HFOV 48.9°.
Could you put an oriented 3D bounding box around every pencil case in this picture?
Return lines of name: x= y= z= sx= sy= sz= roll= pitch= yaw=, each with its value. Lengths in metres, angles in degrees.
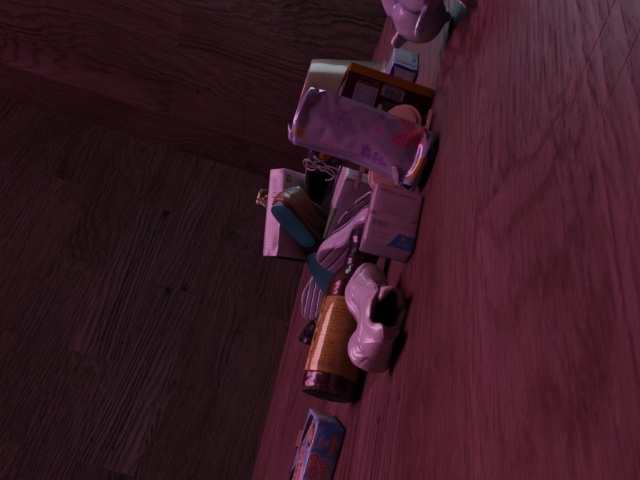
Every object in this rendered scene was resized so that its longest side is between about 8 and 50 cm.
pencil case: x=0.078 y=-0.191 z=1.331 sx=0.113 sy=0.273 sz=0.124 roll=92 pitch=-159 yaw=-81

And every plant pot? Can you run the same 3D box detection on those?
plant pot: x=0.079 y=-0.440 z=2.216 sx=0.323 sy=0.280 sz=0.323 roll=-162 pitch=90 yaw=-85

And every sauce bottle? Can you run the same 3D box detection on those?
sauce bottle: x=0.055 y=0.141 z=1.384 sx=0.111 sy=0.111 sz=0.344 roll=118 pitch=169 yaw=-70

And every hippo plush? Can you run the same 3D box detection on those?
hippo plush: x=0.233 y=-0.531 z=1.472 sx=0.294 sy=0.234 sz=0.236 roll=62 pitch=-179 yaw=18

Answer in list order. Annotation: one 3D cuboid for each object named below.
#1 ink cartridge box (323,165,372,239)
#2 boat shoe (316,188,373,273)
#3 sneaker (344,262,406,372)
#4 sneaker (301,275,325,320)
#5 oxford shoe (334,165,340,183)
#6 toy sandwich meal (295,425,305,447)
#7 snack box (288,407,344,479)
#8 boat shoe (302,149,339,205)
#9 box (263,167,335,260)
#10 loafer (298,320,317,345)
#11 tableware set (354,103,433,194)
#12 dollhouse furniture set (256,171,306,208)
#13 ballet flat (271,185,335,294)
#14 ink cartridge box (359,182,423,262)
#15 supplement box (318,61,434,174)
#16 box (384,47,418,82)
ink cartridge box: x=0.106 y=-0.151 z=1.774 sx=0.289 sy=0.121 sz=0.211 roll=-78 pitch=6 yaw=-47
boat shoe: x=0.094 y=-0.016 z=1.608 sx=0.335 sy=0.121 sz=0.119 roll=-43 pitch=21 yaw=60
sneaker: x=0.103 y=0.105 z=1.173 sx=0.232 sy=0.090 sz=0.115 roll=-93 pitch=25 yaw=-52
sneaker: x=0.011 y=0.136 z=2.242 sx=0.091 sy=0.094 sz=0.258 roll=56 pitch=-127 yaw=-72
oxford shoe: x=0.045 y=-0.124 z=2.540 sx=0.130 sy=0.169 sz=0.449 roll=36 pitch=106 yaw=42
toy sandwich meal: x=-0.039 y=0.490 z=1.748 sx=0.085 sy=0.029 sz=0.085 roll=-163 pitch=90 yaw=-86
snack box: x=-0.033 y=0.509 z=1.401 sx=0.187 sy=0.060 sz=0.322 roll=138 pitch=148 yaw=-81
boat shoe: x=0.003 y=-0.190 z=1.773 sx=0.254 sy=0.095 sz=0.079 roll=107 pitch=179 yaw=-50
box: x=-0.025 y=-0.054 z=1.933 sx=0.322 sy=0.058 sz=0.232 roll=11 pitch=-97 yaw=-51
loafer: x=-0.035 y=0.298 z=2.266 sx=0.170 sy=0.062 sz=0.061 roll=-127 pitch=59 yaw=-83
tableware set: x=0.157 y=-0.180 z=1.431 sx=0.039 sy=0.128 sz=0.194 roll=29 pitch=-105 yaw=-61
dollhouse furniture set: x=-0.022 y=-0.123 z=2.095 sx=0.301 sy=0.197 sz=0.151 roll=-2 pitch=-54 yaw=-60
ballet flat: x=0.000 y=0.000 z=1.816 sx=0.116 sy=0.342 sz=0.124 roll=-12 pitch=30 yaw=47
ink cartridge box: x=0.127 y=-0.033 z=1.259 sx=0.052 sy=0.088 sz=0.122 roll=109 pitch=177 yaw=-62
supplement box: x=0.118 y=-0.249 z=1.526 sx=0.129 sy=0.191 sz=0.194 roll=160 pitch=127 yaw=-83
box: x=0.208 y=-0.434 z=1.897 sx=0.137 sy=0.072 sz=0.126 roll=-77 pitch=6 yaw=-52
